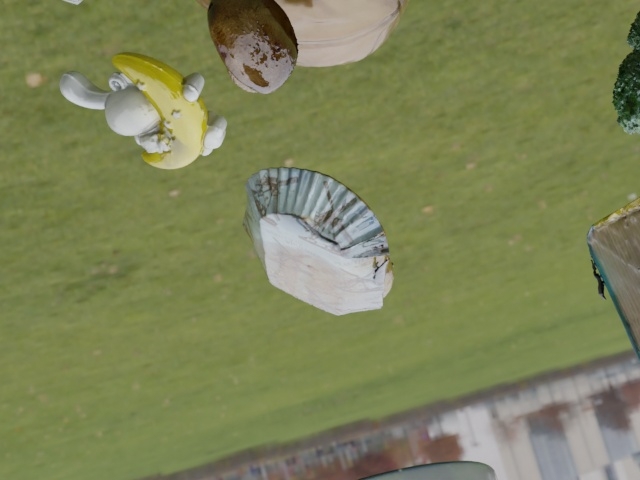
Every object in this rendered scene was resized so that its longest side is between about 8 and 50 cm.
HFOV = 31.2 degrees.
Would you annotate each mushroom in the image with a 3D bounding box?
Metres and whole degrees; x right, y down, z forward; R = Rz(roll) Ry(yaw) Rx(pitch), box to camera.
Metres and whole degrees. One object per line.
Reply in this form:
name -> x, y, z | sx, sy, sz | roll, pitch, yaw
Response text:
mushroom -> -0.076, -0.210, 1.192 | 0.087, 0.127, 0.127 | -31, 165, 19

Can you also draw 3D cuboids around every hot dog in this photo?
hot dog -> 0.000, 0.000, 1.161 | 0.162, 0.082, 0.270 | 21, 162, 9

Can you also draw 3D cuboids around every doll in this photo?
doll -> -0.285, -0.221, 1.920 | 0.252, 0.111, 0.237 | -11, 134, 41

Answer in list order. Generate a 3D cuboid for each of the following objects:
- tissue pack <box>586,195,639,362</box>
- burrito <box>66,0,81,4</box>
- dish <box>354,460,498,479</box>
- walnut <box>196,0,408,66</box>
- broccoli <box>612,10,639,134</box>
tissue pack -> 0.342, 0.025, 0.744 | 0.270, 0.192, 0.134 | -17, 168, -23
burrito -> -0.333, -0.357, 1.526 | 0.064, 0.064, 0.203 | -13, -179, -18
dish -> 0.025, 0.276, 0.837 | 0.273, 0.134, 0.273 | -18, 155, -8
walnut -> -0.044, -0.404, 1.431 | 0.308, 0.398, 0.354 | -37, 154, -16
broccoli -> 0.440, -0.156, 1.114 | 0.254, 0.269, 0.269 | -38, 172, -9
